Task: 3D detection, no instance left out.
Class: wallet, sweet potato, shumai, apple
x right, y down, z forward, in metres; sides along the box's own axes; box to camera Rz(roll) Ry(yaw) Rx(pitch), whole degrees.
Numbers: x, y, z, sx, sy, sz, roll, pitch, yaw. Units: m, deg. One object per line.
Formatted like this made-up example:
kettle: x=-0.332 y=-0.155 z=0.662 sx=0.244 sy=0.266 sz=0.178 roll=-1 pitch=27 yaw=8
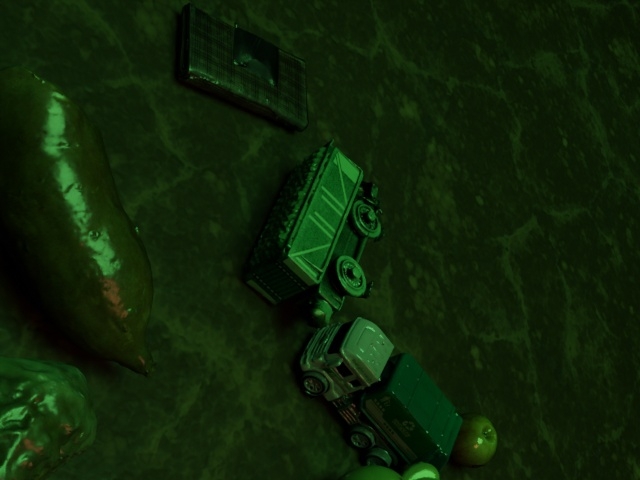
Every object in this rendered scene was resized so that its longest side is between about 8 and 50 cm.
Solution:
wallet: x=-0.107 y=-0.244 z=1.672 sx=0.230 sy=0.042 sz=0.124 roll=19 pitch=61 yaw=-39
sweet potato: x=-0.278 y=-0.009 z=1.288 sx=0.158 sy=0.158 sz=0.370 roll=-21 pitch=92 yaw=-50
shumai: x=-0.339 y=0.151 z=1.092 sx=0.260 sy=0.225 sz=0.222 roll=-22 pitch=82 yaw=-49
apple: x=0.227 y=0.297 z=1.746 sx=0.084 sy=0.071 sz=0.084 roll=24 pitch=55 yaw=-39

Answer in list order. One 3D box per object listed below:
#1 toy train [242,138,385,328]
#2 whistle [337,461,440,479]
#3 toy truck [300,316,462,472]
toy train: x=0.000 y=0.000 z=1.619 sx=0.154 sy=0.115 sz=0.269 roll=38 pitch=47 yaw=-17
whistle: x=0.129 y=0.358 z=1.519 sx=0.294 sy=0.141 sz=0.141 roll=3 pitch=68 yaw=-22
toy truck: x=0.088 y=0.220 z=1.597 sx=0.253 sy=0.124 sz=0.114 roll=52 pitch=39 yaw=-18
